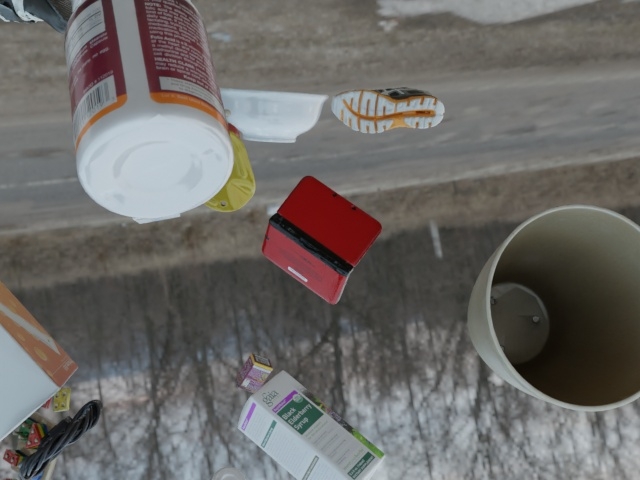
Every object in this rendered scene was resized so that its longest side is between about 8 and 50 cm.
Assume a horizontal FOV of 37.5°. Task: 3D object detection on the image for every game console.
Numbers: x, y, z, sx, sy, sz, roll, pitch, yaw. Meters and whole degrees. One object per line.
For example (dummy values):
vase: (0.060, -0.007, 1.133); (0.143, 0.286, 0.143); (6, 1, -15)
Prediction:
game console: (0.000, 0.000, 1.388); (0.085, 0.144, 0.124); (-43, 162, -38)

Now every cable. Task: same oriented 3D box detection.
cable: (-0.448, 0.350, 1.638); (0.151, 0.047, 0.184); (-32, -172, 39)

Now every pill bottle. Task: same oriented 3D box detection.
pill bottle: (-0.211, 0.541, 2.021); (0.078, 0.078, 0.137); (-6, 152, -25)
pill bottle: (-0.270, -0.248, 1.435); (0.224, 0.392, 0.224); (-10, 144, -7)

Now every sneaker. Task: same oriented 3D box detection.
sneaker: (0.126, -0.258, 1.815); (0.215, 0.084, 0.083); (4, -149, -6)
sneaker: (-0.632, -0.503, 1.987); (0.146, 0.330, 0.122); (-50, 156, 7)

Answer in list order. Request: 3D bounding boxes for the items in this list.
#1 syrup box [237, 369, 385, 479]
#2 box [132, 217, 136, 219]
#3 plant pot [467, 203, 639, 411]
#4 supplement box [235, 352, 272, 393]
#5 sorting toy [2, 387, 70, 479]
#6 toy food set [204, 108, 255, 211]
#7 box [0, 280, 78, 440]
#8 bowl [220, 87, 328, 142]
syrup box: (-0.019, 0.342, 1.616); (0.093, 0.237, 0.096); (-35, 157, -46)
box: (-0.385, -0.106, 2.173); (0.103, 0.114, 0.203); (-11, 180, -7)
plant pot: (0.307, 0.102, 1.293); (0.257, 0.256, 0.274); (-8, 172, -10)
supplement box: (-0.162, 0.326, 2.310); (0.055, 0.083, 0.043); (25, -162, -27)
sorting toy: (-0.606, 0.429, 1.986); (0.132, 0.274, 0.046); (16, 176, 42)
toy food set: (-0.196, -0.167, 1.837); (0.128, 0.217, 0.071); (-8, -155, 14)
box: (-0.653, 0.188, 1.795); (0.168, 0.345, 0.215); (-41, -174, -2)
bowl: (-0.131, -0.330, 2.491); (0.298, 0.134, 0.298); (4, -172, -1)
